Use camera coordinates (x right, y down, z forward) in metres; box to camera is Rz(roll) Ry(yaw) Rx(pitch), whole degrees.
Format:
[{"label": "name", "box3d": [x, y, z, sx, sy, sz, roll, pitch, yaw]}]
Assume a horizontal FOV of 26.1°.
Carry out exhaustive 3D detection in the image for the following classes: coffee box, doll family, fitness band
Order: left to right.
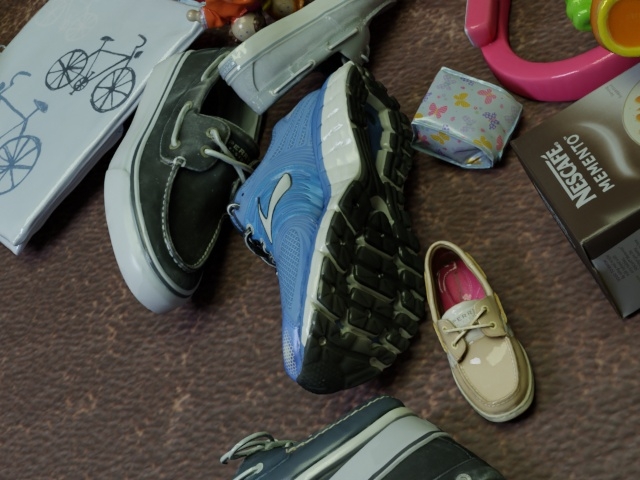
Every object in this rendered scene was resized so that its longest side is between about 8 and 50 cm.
[{"label": "doll family", "box3d": [-0.026, -0.307, 1.405, 0.263, 0.163, 0.118, -30, 29, 23]}, {"label": "fitness band", "box3d": [0.244, -0.251, 1.281, 0.209, 0.054, 0.291, -8, 51, 25]}, {"label": "coffee box", "box3d": [0.292, -0.072, 1.055, 0.246, 0.098, 0.141, -32, 41, 6]}]

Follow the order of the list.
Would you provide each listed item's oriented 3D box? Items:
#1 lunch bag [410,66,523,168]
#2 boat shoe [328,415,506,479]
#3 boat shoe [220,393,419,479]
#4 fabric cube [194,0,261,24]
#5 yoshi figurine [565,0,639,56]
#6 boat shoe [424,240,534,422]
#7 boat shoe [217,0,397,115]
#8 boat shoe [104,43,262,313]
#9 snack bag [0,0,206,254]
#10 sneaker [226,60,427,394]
[{"label": "lunch bag", "box3d": [0.130, -0.104, 1.226, 0.083, 0.053, 0.071, 20, 64, 15]}, {"label": "boat shoe", "box3d": [0.011, 0.258, 0.957, 0.306, 0.113, 0.105, -39, 46, -25]}, {"label": "boat shoe", "box3d": [-0.038, 0.196, 1.057, 0.254, 0.095, 0.079, -43, 53, 8]}, {"label": "fabric cube", "box3d": [-0.121, -0.440, 1.535, 0.258, 0.254, 0.259, -44, 43, -7]}, {"label": "yoshi figurine", "box3d": [0.240, -0.298, 1.141, 0.203, 0.203, 0.362, -42, 17, 30]}, {"label": "boat shoe", "box3d": [0.116, 0.067, 1.083, 0.063, 0.059, 0.170, -30, 43, 9]}, {"label": "boat shoe", "box3d": [0.003, -0.192, 1.366, 0.227, 0.081, 0.079, -34, 0, -29]}, {"label": "boat shoe", "box3d": [-0.119, -0.082, 1.323, 0.119, 0.121, 0.335, -21, 43, 24]}, {"label": "snack bag", "box3d": [-0.301, -0.165, 1.563, 0.342, 0.037, 0.323, -52, 40, -10]}, {"label": "sneaker", "box3d": [0.000, 0.000, 1.195, 0.147, 0.130, 0.330, -29, 38, 31]}]
